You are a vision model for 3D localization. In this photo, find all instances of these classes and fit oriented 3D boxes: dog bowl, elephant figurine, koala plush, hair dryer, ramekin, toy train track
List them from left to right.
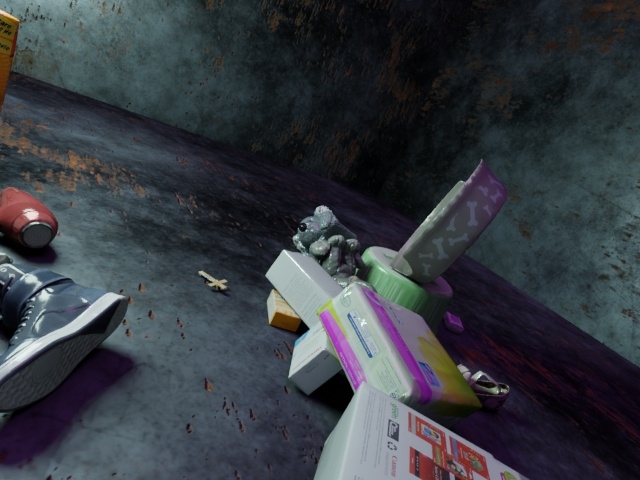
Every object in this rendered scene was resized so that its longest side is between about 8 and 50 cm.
[{"bbox_3d":[-0.582,-0.040,0.721,0.224,0.080,0.293,20,16,-13],"label":"hair dryer"},{"bbox_3d":[-0.240,0.091,0.927,0.083,0.014,0.048,27,22,29],"label":"toy train track"},{"bbox_3d":[0.000,0.000,1.290,0.203,0.196,0.221,27,11,-38],"label":"koala plush"},{"bbox_3d":[0.047,0.119,1.035,0.170,0.186,0.239,-10,53,-3],"label":"elephant figurine"},{"bbox_3d":[0.223,0.142,1.196,0.304,0.148,0.303,23,16,-7],"label":"ramekin"},{"bbox_3d":[0.322,-0.035,1.053,0.102,0.348,0.349,40,18,7],"label":"dog bowl"}]

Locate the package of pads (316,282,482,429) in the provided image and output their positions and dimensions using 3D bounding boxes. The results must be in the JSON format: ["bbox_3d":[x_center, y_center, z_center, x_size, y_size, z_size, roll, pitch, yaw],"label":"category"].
[{"bbox_3d":[0.142,0.214,0.762,0.297,0.101,0.229,30,23,-45],"label":"package of pads"}]

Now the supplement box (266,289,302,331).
[{"bbox_3d":[-0.081,0.152,0.920,0.062,0.036,0.098,20,16,-18],"label":"supplement box"}]

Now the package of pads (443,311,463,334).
[{"bbox_3d":[0.417,0.260,1.319,0.050,0.031,0.083,28,16,2],"label":"package of pads"}]

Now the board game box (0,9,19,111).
[{"bbox_3d":[-0.888,-0.364,0.804,0.357,0.356,0.356,33,17,26],"label":"board game box"}]

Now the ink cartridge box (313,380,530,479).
[{"bbox_3d":[0.117,0.340,0.440,0.272,0.130,0.309,28,16,6],"label":"ink cartridge box"}]

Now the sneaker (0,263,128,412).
[{"bbox_3d":[-0.381,0.109,0.529,0.164,0.086,0.226,23,17,-1],"label":"sneaker"}]

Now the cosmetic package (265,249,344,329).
[{"bbox_3d":[-0.006,0.126,0.923,0.231,0.085,0.117,42,13,35],"label":"cosmetic package"}]

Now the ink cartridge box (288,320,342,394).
[{"bbox_3d":[-0.005,0.204,0.757,0.052,0.088,0.122,46,13,-9],"label":"ink cartridge box"}]

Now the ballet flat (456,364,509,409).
[{"bbox_3d":[0.322,0.315,0.913,0.222,0.079,0.077,18,18,-22],"label":"ballet flat"}]
